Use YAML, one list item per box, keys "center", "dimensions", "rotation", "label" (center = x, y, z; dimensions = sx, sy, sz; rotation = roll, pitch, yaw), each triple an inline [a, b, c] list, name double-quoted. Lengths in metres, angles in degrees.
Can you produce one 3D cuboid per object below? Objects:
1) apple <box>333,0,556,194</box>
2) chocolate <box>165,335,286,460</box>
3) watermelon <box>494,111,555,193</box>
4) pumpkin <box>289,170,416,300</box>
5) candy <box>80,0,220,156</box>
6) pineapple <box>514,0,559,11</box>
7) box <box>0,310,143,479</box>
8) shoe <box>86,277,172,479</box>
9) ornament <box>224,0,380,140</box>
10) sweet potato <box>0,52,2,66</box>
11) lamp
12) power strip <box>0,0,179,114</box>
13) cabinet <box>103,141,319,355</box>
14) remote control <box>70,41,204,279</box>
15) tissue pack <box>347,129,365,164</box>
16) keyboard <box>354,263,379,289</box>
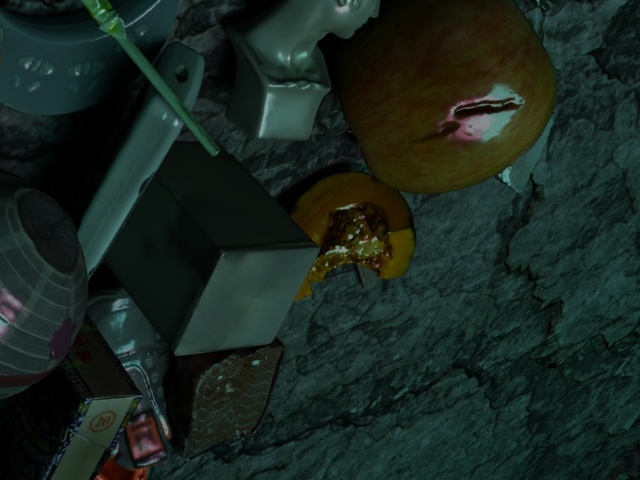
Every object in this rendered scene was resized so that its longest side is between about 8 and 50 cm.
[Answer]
- center: [0.133, -0.181, 1.453]
  dimensions: [0.264, 0.264, 0.264]
  rotation: [-27, 144, -22]
  label: "apple"
- center: [-0.142, 0.198, 1.741]
  dimensions: [0.148, 0.093, 0.214]
  rotation: [-17, 140, -35]
  label: "chocolate"
- center: [0.235, -0.169, 1.739]
  dimensions: [0.241, 0.094, 0.154]
  rotation: [16, 108, -50]
  label: "watermelon"
- center: [-0.006, -0.001, 1.648]
  dimensions: [0.248, 0.126, 0.131]
  rotation: [-13, 148, -9]
  label: "pumpkin"
- center: [-0.183, -0.199, 1.143]
  dimensions: [0.305, 0.083, 0.091]
  rotation: [51, 60, -20]
  label: "candy"
- center: [0.244, -0.393, 1.440]
  dimensions: [0.169, 0.169, 0.340]
  rotation: [-34, 154, -12]
  label: "pineapple"
- center: [-0.345, 0.228, 1.471]
  dimensions: [0.084, 0.198, 0.310]
  rotation: [2, 127, -46]
  label: "box"
- center: [-0.250, 0.204, 1.564]
  dimensions: [0.132, 0.171, 0.336]
  rotation: [-17, 140, -32]
  label: "shoe"
- center: [-0.019, -0.240, 1.353]
  dimensions: [0.130, 0.120, 0.285]
  rotation: [13, 120, -48]
  label: "ornament"
- center: [-0.401, -0.089, 1.148]
  dimensions: [0.281, 0.067, 0.059]
  rotation: [-37, 117, 21]
  label: "sweet potato"
- center: [-0.339, 0.044, 1.180]
  dimensions: [0.233, 0.233, 0.265]
  rotation: [-53, 167, 15]
  label: "lamp"
- center: [-0.258, -0.197, 1.214]
  dimensions: [0.253, 0.054, 0.167]
  rotation: [-18, 139, -34]
  label: "power strip"
- center: [-0.135, 0.004, 1.425]
  dimensions: [0.150, 0.206, 0.145]
  rotation: [-3, 130, -44]
  label: "cabinet"
- center: [-0.211, -0.069, 1.313]
  dimensions: [0.056, 0.140, 0.296]
  rotation: [28, 126, -13]
  label: "remote control"
- center: [0.095, -0.132, 1.637]
  dimensions: [0.111, 0.079, 0.085]
  rotation: [8, 90, -50]
  label: "tissue pack"
- center: [0.065, 0.012, 1.816]
  dimensions: [0.055, 0.017, 0.166]
  rotation: [-39, 147, -14]
  label: "keyboard"
